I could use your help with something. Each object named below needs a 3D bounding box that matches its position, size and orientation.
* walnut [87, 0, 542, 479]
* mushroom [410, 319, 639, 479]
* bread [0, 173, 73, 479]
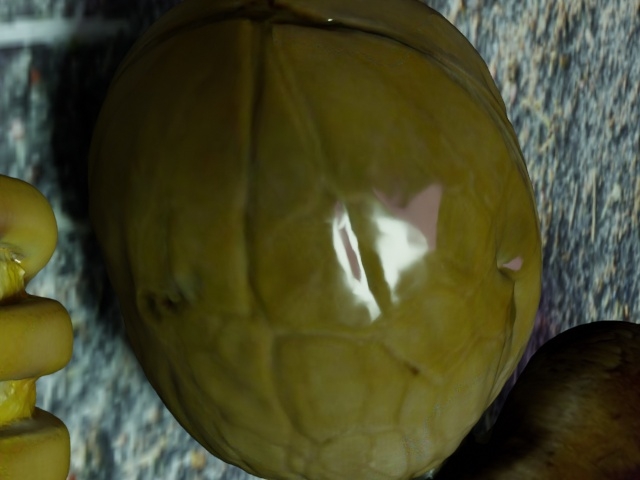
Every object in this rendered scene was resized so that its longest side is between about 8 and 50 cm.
[{"bbox_3d":[0.000,0.000,0.643,0.167,0.167,0.207,-52,141,-38],"label":"walnut"},{"bbox_3d":[0.097,0.165,0.836,0.297,0.163,0.278,-49,136,-29],"label":"mushroom"},{"bbox_3d":[-0.126,0.051,0.527,0.119,0.084,0.177,-2,96,-59],"label":"bread"}]
